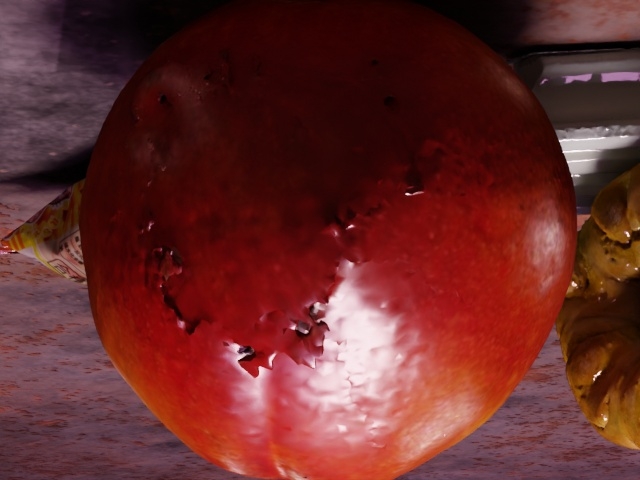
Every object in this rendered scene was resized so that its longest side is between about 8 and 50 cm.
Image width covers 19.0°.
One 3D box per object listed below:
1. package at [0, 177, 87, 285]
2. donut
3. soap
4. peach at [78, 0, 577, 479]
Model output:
[{"bbox_3d":[-0.115,-0.012,1.649,0.223,0.108,0.288,12,156,-39],"label":"package"},{"bbox_3d":[0.264,0.049,1.388,0.114,0.226,0.226,6,162,-34],"label":"donut"},{"bbox_3d":[0.270,-0.086,1.451,0.261,0.094,0.150,-1,157,5],"label":"soap"},{"bbox_3d":[0.000,0.000,1.302,0.370,0.370,0.370,0,163,0],"label":"peach"}]
